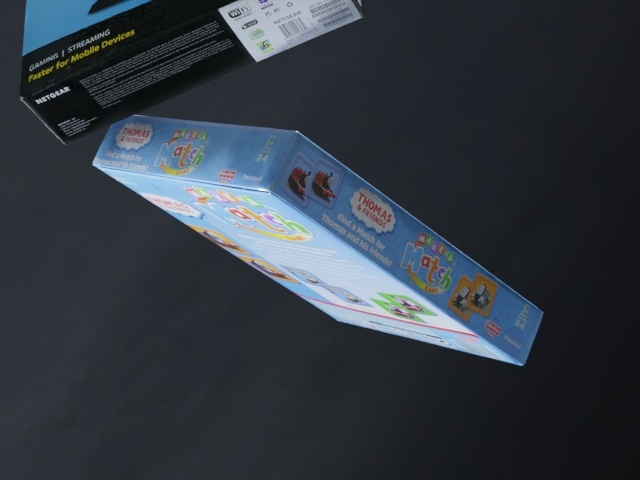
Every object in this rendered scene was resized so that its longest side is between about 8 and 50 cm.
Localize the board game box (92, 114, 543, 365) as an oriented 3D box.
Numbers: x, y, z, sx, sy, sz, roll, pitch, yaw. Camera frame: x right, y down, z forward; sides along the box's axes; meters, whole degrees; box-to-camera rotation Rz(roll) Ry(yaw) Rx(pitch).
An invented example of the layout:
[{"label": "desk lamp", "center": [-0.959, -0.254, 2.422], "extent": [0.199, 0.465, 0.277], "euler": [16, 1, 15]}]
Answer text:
[{"label": "board game box", "center": [0.000, 0.000, 0.785], "extent": [0.160, 0.211, 0.039], "euler": [11, 73, 49]}]

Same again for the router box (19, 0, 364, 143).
[{"label": "router box", "center": [-0.071, -0.140, 0.753], "extent": [0.179, 0.046, 0.133], "euler": [-21, 47, 16]}]
